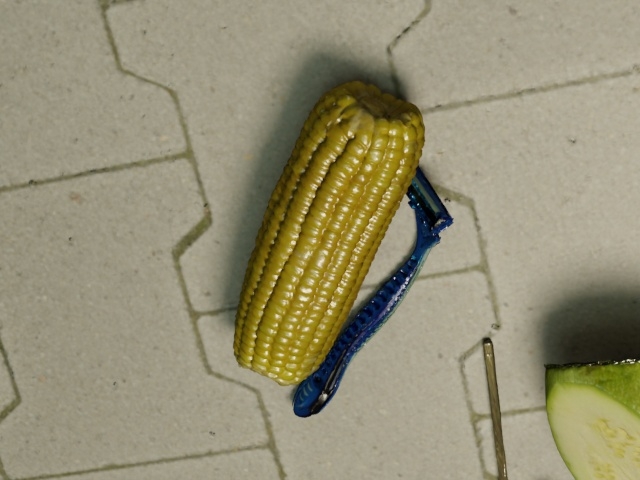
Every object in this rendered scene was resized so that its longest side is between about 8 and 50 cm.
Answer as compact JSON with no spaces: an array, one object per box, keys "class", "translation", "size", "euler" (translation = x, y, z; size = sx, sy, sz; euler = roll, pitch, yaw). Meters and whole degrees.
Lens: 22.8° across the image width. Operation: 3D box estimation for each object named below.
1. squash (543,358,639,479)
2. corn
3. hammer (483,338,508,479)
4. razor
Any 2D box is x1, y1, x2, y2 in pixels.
[{"class":"squash","translation":[0.333,0.248,1.641],"size":[0.189,0.189,0.261],"euler":[-4,87,11]},{"class":"corn","translation":[0.000,0.000,1.661],"size":[0.131,0.131,0.344],"euler":[22,115,0]},{"class":"hammer","translation":[0.206,0.245,1.789],"size":[0.058,0.029,0.292],"euler":[-5,110,9]},{"class":"razor","translation":[0.058,0.073,1.725],"size":[0.056,0.093,0.324],"euler":[8,124,-34]}]
